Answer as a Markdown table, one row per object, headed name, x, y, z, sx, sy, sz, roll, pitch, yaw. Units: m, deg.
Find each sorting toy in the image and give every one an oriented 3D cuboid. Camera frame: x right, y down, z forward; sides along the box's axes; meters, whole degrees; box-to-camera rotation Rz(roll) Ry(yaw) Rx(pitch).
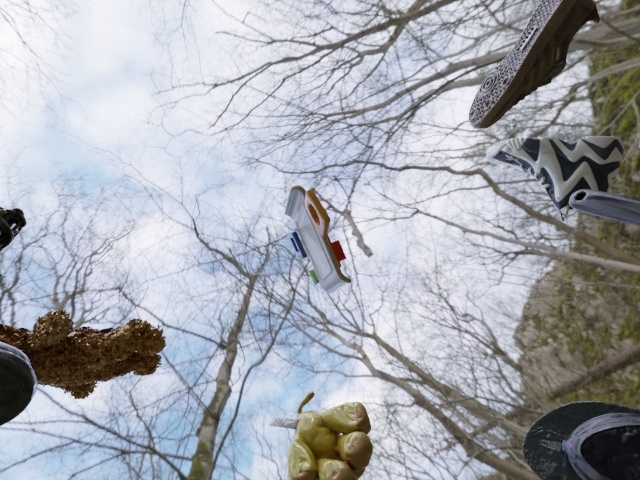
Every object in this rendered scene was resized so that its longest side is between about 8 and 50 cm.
| name | x | y | z | sx | sy | sz | roll | pitch | yaw |
| --- | --- | --- | --- | --- | --- | --- | --- | --- | --- |
| sorting toy | 0.000 | 0.000 | 0.844 | 0.047 | 0.348 | 0.196 | -26 | -97 | -13 |

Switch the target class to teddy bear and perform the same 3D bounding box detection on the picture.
| name | x | y | z | sx | sy | sz | roll | pitch | yaw |
| --- | --- | --- | --- | --- | --- | --- | --- | --- | --- |
| teddy bear | -0.464 | 0.224 | 0.840 | 0.337 | 0.113 | 0.245 | 16 | -44 | -38 |

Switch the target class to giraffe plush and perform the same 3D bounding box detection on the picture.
| name | x | y | z | sx | sy | sz | roll | pitch | yaw |
| --- | --- | --- | --- | --- | --- | --- | --- | --- | --- |
| giraffe plush | 0.019 | 0.418 | 0.866 | 0.181 | 0.210 | 0.171 | -50 | -50 | -33 |

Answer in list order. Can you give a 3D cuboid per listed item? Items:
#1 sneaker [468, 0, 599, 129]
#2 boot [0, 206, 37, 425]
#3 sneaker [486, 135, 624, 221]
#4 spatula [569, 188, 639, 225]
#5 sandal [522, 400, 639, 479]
| name | x | y | z | sx | sy | sz | roll | pitch | yaw |
| --- | --- | --- | --- | --- | --- | --- | --- | --- | --- |
| sneaker | 0.269 | -0.214 | 0.565 | 0.071 | 0.066 | 0.188 | 20 | -55 | -17 |
| boot | -0.314 | 0.028 | 0.359 | 0.262 | 0.229 | 0.091 | 10 | -61 | -4 |
| sneaker | 0.430 | -0.115 | 0.852 | 0.094 | 0.234 | 0.153 | -6 | -80 | -56 |
| spatula | 0.360 | -0.018 | 0.431 | 0.030 | 0.296 | 0.084 | 33 | -88 | -20 |
| sandal | 0.510 | 0.331 | 0.668 | 0.107 | 0.445 | 0.168 | 34 | -117 | -28 |
